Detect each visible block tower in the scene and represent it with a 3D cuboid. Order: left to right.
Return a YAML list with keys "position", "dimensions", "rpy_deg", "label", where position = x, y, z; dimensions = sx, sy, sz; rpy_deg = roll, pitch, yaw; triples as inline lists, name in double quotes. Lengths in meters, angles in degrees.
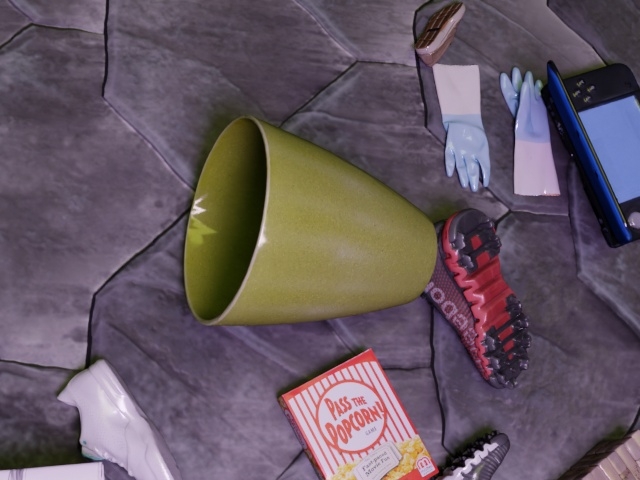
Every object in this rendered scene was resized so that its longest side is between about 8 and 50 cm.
- position: [0.329, 0.397, 1.181]
  dimensions: [0.335, 0.097, 0.091]
  rpy_deg: [-32, 81, -19]
  label: "block tower"

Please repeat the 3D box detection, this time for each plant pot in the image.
- position: [0.000, 0.000, 1.169]
  dimensions: [0.293, 0.275, 0.274]
  rpy_deg: [12, 69, -27]
  label: "plant pot"

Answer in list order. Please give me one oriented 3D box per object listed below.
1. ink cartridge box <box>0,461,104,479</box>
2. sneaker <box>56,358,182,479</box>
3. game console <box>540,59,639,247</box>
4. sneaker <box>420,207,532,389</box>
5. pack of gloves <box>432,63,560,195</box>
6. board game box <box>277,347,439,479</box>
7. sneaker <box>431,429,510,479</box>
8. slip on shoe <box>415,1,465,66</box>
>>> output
- position: [-0.362, 0.319, 1.010]
  dimensions: [0.218, 0.158, 0.092]
  rpy_deg: [0, 71, -13]
  label: "ink cartridge box"
- position: [-0.259, 0.262, 1.108]
  dimensions: [0.094, 0.080, 0.212]
  rpy_deg: [-35, 75, -9]
  label: "sneaker"
- position: [0.476, -0.151, 1.346]
  dimensions: [0.250, 0.173, 0.293]
  rpy_deg: [-19, 82, -18]
  label: "game console"
- position: [0.218, 0.087, 1.258]
  dimensions: [0.098, 0.135, 0.276]
  rpy_deg: [-28, 103, -32]
  label: "sneaker"
- position: [0.291, -0.189, 1.394]
  dimensions: [0.195, 0.046, 0.232]
  rpy_deg: [1, 71, -14]
  label: "pack of gloves"
- position: [0.050, 0.268, 1.183]
  dimensions: [0.147, 0.045, 0.193]
  rpy_deg: [-26, 79, -20]
  label: "board game box"
- position: [0.190, 0.365, 1.169]
  dimensions: [0.234, 0.078, 0.106]
  rpy_deg: [-42, 88, -18]
  label: "sneaker"
- position: [0.204, -0.343, 1.430]
  dimensions: [0.135, 0.051, 0.041]
  rpy_deg: [-57, 130, -30]
  label: "slip on shoe"
